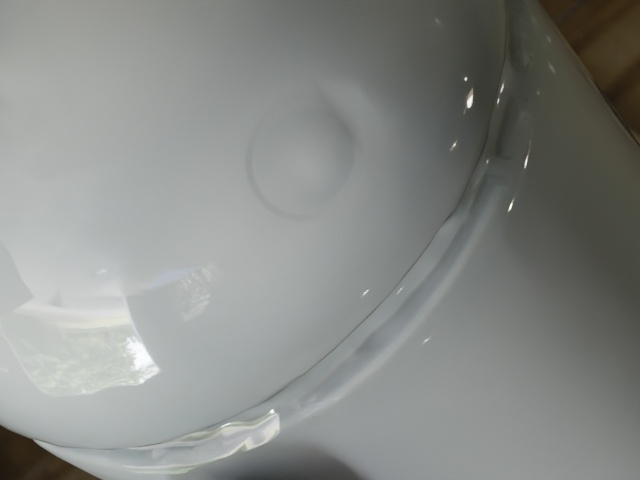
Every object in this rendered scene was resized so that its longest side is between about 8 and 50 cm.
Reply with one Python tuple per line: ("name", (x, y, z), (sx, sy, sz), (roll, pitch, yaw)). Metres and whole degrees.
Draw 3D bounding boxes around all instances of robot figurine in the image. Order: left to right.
("robot figurine", (0.000, 0.000, 0.448), (0.199, 0.353, 0.300), (-17, -127, 26))
